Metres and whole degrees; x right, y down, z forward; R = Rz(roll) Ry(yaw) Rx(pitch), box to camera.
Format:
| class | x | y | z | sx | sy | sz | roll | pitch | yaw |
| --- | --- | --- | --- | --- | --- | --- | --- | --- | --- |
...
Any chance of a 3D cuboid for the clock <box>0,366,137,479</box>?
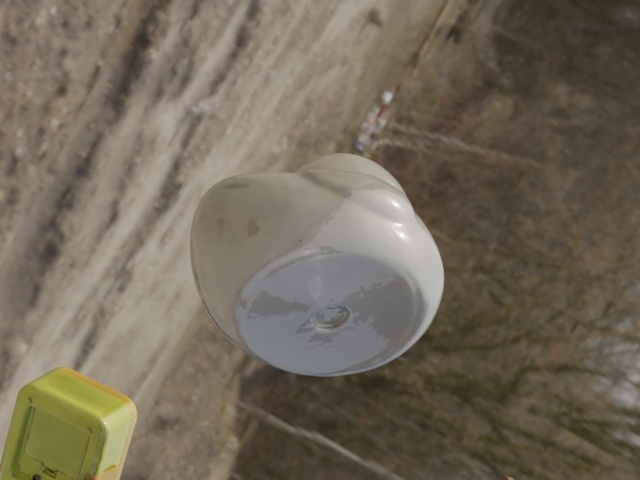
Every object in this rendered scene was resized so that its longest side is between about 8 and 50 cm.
| class | x | y | z | sx | sy | sz | roll | pitch | yaw |
| --- | --- | --- | --- | --- | --- | --- | --- | --- | --- |
| clock | -0.329 | 0.279 | 1.549 | 0.096 | 0.143 | 0.202 | -32 | 142 | -69 |

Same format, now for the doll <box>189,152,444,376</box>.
| class | x | y | z | sx | sy | sz | roll | pitch | yaw |
| --- | --- | --- | --- | --- | --- | --- | --- | --- | --- |
| doll | 0.000 | 0.000 | 1.093 | 0.221 | 0.251 | 0.221 | -36 | -133 | 50 |

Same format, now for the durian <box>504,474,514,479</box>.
| class | x | y | z | sx | sy | sz | roll | pitch | yaw |
| --- | --- | --- | --- | --- | --- | --- | --- | --- | --- |
| durian | 0.229 | 0.314 | 1.090 | 0.191 | 0.341 | 0.112 | -48 | -155 | 37 |
